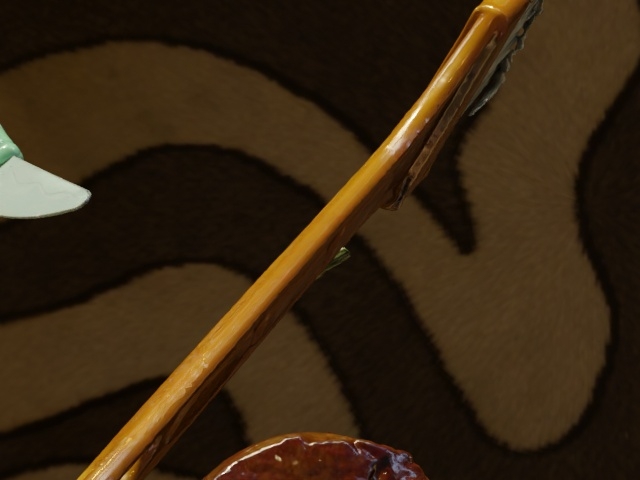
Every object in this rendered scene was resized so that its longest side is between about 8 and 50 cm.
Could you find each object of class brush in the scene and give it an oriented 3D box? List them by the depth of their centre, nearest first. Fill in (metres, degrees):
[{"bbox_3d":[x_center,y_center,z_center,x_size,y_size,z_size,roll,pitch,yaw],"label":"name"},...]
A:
[{"bbox_3d":[0.000,0.000,0.462,0.017,0.314,0.090,35,134,6],"label":"brush"}]

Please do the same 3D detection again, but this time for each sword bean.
[{"bbox_3d":[-0.017,0.029,1.049,0.083,0.012,0.012,-37,86,4],"label":"sword bean"}]

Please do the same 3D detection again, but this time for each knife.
[{"bbox_3d":[-0.241,-0.049,1.287,0.063,0.260,0.034,-35,118,-14],"label":"knife"}]

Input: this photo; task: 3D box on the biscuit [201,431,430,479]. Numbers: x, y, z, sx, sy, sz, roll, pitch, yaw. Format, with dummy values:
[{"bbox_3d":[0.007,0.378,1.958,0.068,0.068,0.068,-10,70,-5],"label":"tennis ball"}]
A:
[{"bbox_3d":[0.000,0.197,0.899,0.192,0.049,0.192,0,91,-21],"label":"biscuit"}]
